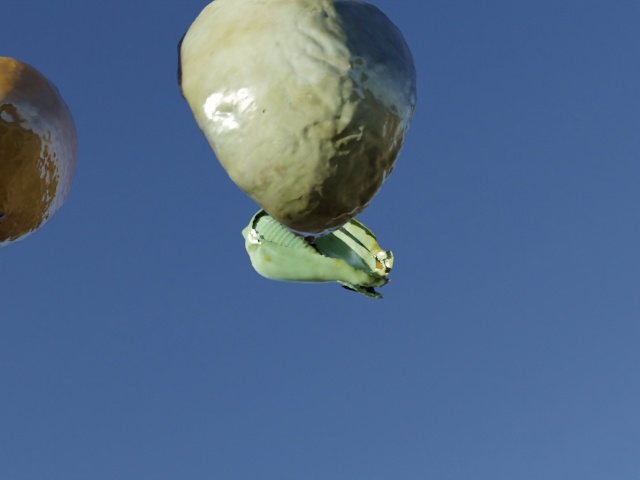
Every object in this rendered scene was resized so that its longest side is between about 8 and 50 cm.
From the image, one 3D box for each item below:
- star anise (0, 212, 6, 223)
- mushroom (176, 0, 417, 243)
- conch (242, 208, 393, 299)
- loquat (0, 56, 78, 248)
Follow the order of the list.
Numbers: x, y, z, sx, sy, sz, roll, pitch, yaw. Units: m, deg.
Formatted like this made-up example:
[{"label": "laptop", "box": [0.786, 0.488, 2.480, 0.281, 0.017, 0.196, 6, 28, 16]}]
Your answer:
[{"label": "star anise", "box": [-0.411, 0.016, 1.372, 0.212, 0.053, 0.157, 11, -66, -21]}, {"label": "mushroom", "box": [-0.014, -0.153, 1.370, 0.189, 0.267, 0.164, 35, -57, -24]}, {"label": "conch", "box": [0.000, 0.000, 1.559, 0.170, 0.106, 0.079, 14, -1, 14]}, {"label": "loquat", "box": [-0.393, -0.100, 1.745, 0.193, 0.238, 0.238, 21, -35, 17]}]
